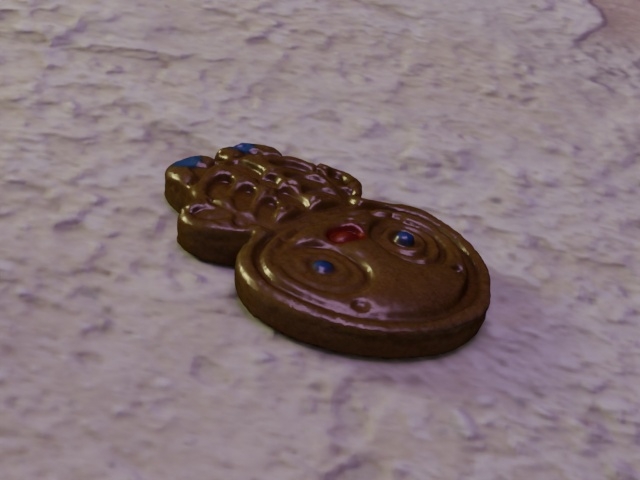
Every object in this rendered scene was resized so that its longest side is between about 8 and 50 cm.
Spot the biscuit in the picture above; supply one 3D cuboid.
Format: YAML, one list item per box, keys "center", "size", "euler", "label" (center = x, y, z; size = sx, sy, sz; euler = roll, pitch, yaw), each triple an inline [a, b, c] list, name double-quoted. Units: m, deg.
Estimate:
- center: [0.000, 0.000, 0.877]
  size: [0.175, 0.026, 0.124]
  euler: [33, 36, 33]
  label: "biscuit"
